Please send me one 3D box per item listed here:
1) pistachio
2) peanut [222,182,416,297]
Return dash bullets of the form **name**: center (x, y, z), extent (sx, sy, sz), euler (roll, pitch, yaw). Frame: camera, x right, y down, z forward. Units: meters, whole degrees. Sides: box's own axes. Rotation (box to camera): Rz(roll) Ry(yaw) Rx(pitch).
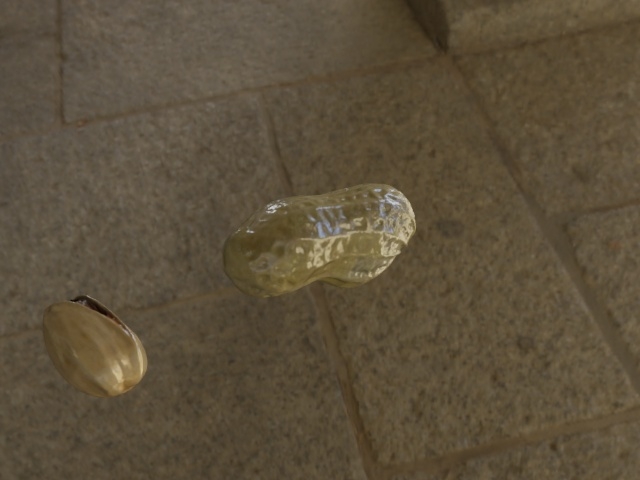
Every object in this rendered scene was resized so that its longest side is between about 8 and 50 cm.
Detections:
- **pistachio**: center (-0.419, 0.195, 1.590), extent (0.157, 0.157, 0.229), euler (-38, 68, -26)
- **peanut**: center (0.000, 0.000, 0.832), extent (0.214, 0.099, 0.090), euler (-10, 34, -32)
